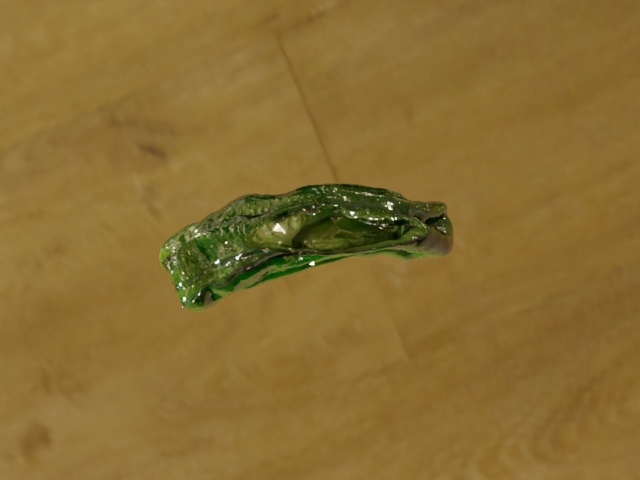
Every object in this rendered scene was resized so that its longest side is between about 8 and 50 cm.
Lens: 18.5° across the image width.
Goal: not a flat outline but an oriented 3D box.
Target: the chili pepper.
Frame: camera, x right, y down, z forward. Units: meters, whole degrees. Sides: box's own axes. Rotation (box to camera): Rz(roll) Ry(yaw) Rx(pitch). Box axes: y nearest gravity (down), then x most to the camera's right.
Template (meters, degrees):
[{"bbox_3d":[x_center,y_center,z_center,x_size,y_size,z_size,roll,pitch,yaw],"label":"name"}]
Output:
[{"bbox_3d":[0.005,-0.003,1.026,0.182,0.073,0.050,-6,64,-31],"label":"chili pepper"}]
